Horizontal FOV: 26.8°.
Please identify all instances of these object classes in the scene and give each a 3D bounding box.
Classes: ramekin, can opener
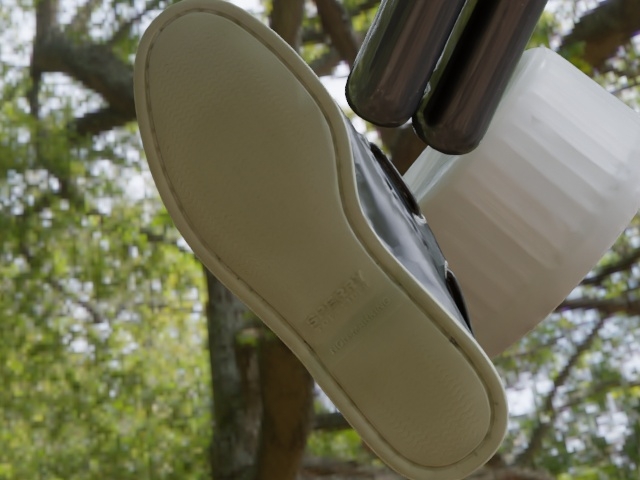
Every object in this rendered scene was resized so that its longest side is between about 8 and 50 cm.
[{"bbox_3d":[0.155,-0.035,1.157,0.135,0.277,0.277,40,-46,-5],"label":"ramekin"},{"bbox_3d":[0.102,-0.169,0.584,0.076,0.095,0.283,20,-79,-21],"label":"can opener"}]

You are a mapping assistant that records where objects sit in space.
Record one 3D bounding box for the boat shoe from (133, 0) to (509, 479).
[{"bbox_3d":[0.004,-0.002,0.855,0.127,0.340,0.113,-41,-9,6],"label":"boat shoe"}]
